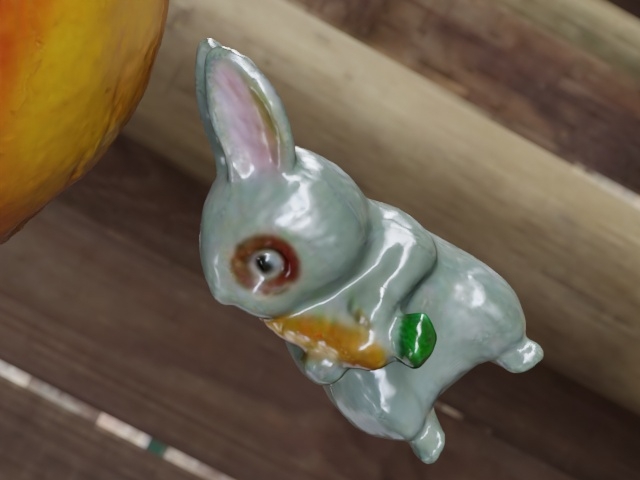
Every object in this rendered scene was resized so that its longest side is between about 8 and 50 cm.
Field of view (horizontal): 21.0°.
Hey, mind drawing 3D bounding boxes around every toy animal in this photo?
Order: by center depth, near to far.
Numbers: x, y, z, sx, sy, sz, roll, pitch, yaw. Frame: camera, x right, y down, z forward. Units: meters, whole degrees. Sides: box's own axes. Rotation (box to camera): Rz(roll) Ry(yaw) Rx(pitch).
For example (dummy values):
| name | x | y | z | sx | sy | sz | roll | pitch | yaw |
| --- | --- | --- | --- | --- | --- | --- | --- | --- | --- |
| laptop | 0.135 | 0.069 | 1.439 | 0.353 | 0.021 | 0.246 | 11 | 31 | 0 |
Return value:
| name | x | y | z | sx | sy | sz | roll | pitch | yaw |
| --- | --- | --- | --- | --- | --- | --- | --- | --- | --- |
| toy animal | -0.003 | 0.010 | 0.869 | 0.108 | 0.236 | 0.138 | -52 | 21 | -2 |

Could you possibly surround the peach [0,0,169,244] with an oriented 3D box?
| name | x | y | z | sx | sy | sz | roll | pitch | yaw |
| --- | --- | --- | --- | --- | --- | --- | --- | --- | --- |
| peach | -0.197 | -0.092 | 0.715 | 0.281 | 0.281 | 0.238 | -58 | 35 | 26 |
